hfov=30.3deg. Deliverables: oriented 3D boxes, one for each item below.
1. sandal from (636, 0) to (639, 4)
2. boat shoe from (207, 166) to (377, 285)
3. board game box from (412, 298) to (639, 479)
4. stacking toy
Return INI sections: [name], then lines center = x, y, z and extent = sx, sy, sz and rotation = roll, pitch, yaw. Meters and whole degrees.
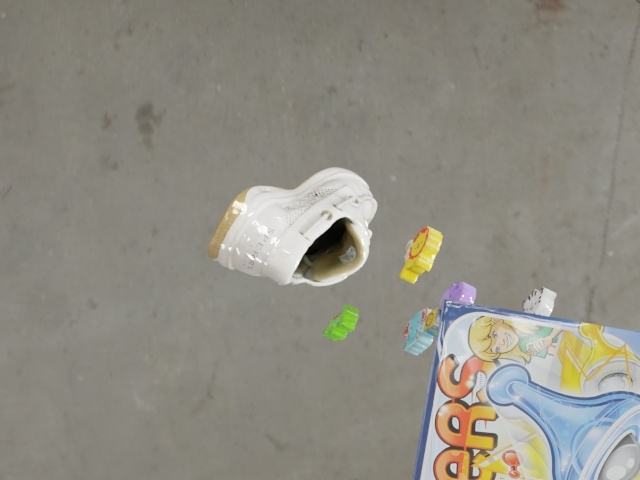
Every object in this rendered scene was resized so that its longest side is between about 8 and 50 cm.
[sandal]
center = 0.251, -0.253, 0.931
extent = 0.060, 0.090, 0.219
rotation = -31, 163, 6
[boat shoe]
center = 0.000, 0.000, 1.090
extent = 0.096, 0.277, 0.098
rotation = 33, 111, 16
[board game box]
center = 0.118, 0.139, 0.652
extent = 0.136, 0.201, 0.035
rotation = 9, 155, 7
[stacking toy]
center = 0.126, 0.081, 1.282
extent = 0.167, 0.052, 0.221
rotation = 26, 142, -16
